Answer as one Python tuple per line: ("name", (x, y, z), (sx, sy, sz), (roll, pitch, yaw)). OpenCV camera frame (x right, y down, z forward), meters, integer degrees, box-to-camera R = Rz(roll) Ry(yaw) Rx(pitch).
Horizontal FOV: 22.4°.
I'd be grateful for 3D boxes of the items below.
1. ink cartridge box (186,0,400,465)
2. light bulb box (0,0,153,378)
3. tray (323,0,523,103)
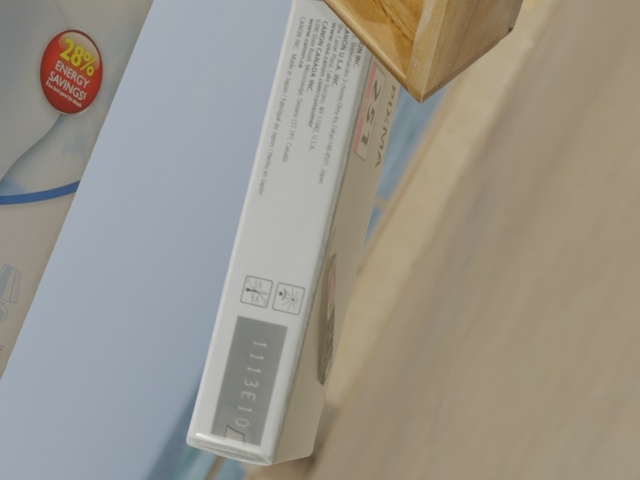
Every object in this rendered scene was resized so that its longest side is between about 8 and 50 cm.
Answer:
("ink cartridge box", (0.000, 0.000, 1.032), (0.239, 0.060, 0.275), (22, -99, -78))
("light bulb box", (-0.364, -0.128, 1.234), (0.358, 0.225, 0.361), (33, -108, -50))
("tray", (-0.052, -0.270, 0.781), (0.076, 0.411, 0.203), (-40, -12, -13))
